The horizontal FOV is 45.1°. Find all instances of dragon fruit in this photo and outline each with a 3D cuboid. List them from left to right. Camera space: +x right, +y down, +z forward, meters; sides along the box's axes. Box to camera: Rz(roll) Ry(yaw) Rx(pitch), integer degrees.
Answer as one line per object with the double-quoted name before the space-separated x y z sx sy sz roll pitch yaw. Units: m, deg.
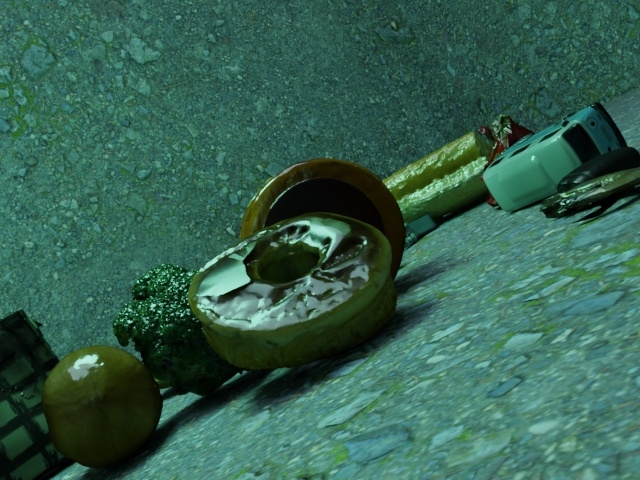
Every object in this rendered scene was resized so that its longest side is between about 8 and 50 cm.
"dragon fruit" 0.454 -0.199 1.876 0.134 0.212 0.262 -16 4 40

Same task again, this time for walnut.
"walnut" -0.364 0.275 1.307 0.203 0.203 0.298 -29 0 -10

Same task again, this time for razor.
"razor" 0.505 -0.122 1.395 0.148 0.054 0.090 -30 7 -15

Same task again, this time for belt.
"belt" 0.244 -0.023 2.094 0.179 0.065 0.100 -31 -6 -27

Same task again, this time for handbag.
"handbag" -0.638 0.338 1.501 0.325 0.327 0.162 -32 9 -37

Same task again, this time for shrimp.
"shrimp" 0.425 -0.064 1.244 0.152 0.046 0.219 -27 2 -36

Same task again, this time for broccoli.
"broccoli" -0.226 0.167 1.413 0.245 0.294 0.265 -61 -4 31

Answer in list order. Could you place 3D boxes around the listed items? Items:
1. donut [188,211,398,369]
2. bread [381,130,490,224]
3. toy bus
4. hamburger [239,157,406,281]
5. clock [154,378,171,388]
"donut" -0.039 0.084 1.245 0.329 0.160 0.330 -8 38 7
"bread" 0.330 -0.148 2.219 0.375 0.165 0.236 -27 -19 18
"toy bus" 0.478 -0.162 1.611 0.164 0.133 0.271 -36 4 -33
"hamburger" 0.000 0.000 1.517 0.329 0.330 0.250 -29 1 -7
"clock" -0.284 0.283 1.766 0.237 0.057 0.237 -28 5 3
